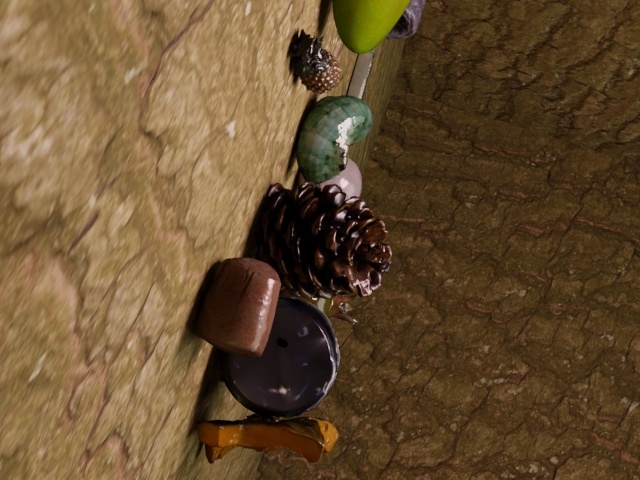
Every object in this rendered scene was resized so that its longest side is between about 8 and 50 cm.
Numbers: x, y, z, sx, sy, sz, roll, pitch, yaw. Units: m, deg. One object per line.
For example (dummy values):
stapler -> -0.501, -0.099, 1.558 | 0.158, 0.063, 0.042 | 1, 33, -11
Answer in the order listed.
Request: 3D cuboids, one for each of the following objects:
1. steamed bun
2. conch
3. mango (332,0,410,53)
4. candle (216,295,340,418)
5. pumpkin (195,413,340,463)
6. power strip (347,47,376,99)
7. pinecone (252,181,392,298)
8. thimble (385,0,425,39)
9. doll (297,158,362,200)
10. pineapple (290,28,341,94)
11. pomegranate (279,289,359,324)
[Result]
steamed bun -> -0.124, 0.096, 1.117 | 0.175, 0.106, 0.145 | 153, -49, -77
conch -> 0.022, -0.214, 1.490 | 0.176, 0.122, 0.188 | -50, -173, 36
mango -> 0.105, -0.474, 1.247 | 0.192, 0.156, 0.343 | -48, 162, -56
candle -> -0.073, 0.216, 1.458 | 0.342, 0.221, 0.221 | 90, 19, -86
pumpkin -> -0.117, 0.374, 1.423 | 0.258, 0.290, 0.095 | 57, 30, -73
power strip -> 0.096, -0.395, 2.067 | 0.080, 0.048, 0.286 | -63, 170, -75
pinecone -> 0.000, 0.000, 1.345 | 0.224, 0.272, 0.224 | -3, 94, -48
thimble -> 0.168, -0.548, 1.758 | 0.150, 0.150, 0.098 | 93, 14, -73
doll -> -0.013, -0.050, 1.620 | 0.151, 0.151, 0.287 | 92, 21, -73
pineapple -> -0.010, -0.285, 1.191 | 0.159, 0.074, 0.074 | 29, 80, -77
pomegranate -> -0.014, 0.145, 1.821 | 0.181, 0.224, 0.182 | 10, 90, -87
